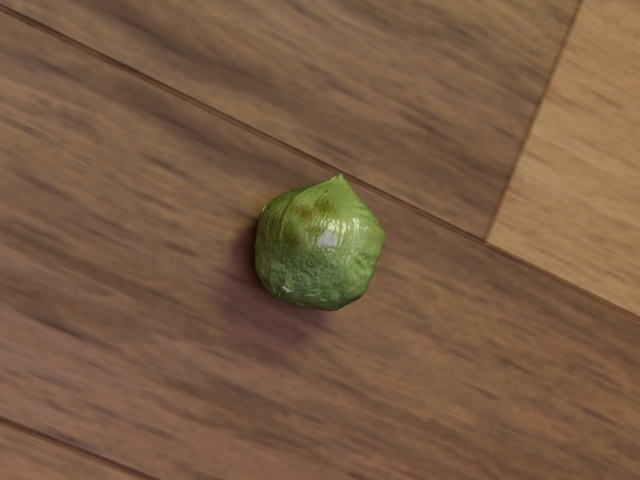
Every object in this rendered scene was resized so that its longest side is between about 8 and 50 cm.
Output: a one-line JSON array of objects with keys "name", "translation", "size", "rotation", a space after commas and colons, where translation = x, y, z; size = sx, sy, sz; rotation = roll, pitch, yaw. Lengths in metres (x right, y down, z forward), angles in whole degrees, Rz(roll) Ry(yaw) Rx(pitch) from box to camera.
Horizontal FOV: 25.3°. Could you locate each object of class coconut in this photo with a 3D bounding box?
[{"name": "coconut", "translation": [0.000, 0.000, 0.977], "size": [0.088, 0.088, 0.096], "rotation": [11, 92, -19]}]
